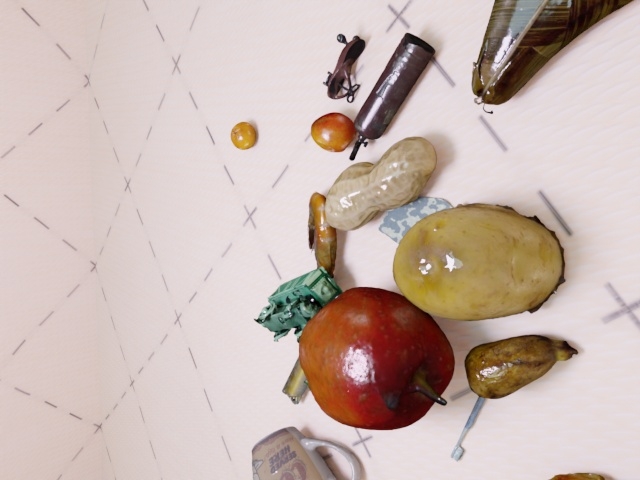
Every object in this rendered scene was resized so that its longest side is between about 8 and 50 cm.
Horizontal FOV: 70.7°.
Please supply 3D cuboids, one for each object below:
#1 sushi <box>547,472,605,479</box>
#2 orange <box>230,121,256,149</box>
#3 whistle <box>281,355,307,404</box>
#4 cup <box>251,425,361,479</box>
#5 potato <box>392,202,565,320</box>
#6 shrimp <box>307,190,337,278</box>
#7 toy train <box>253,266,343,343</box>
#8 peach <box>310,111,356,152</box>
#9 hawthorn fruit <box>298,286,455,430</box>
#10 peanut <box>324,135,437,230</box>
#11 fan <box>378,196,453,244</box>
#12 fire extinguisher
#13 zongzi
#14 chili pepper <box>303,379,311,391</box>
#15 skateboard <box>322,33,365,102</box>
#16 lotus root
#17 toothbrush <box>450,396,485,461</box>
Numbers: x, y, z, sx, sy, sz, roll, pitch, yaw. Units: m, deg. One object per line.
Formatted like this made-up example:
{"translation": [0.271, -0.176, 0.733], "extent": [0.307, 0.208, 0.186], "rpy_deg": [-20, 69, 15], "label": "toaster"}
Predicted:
{"translation": [0.446, 0.479, 0.673], "extent": [0.274, 0.139, 0.184], "rpy_deg": [7, 102, 52], "label": "sushi"}
{"translation": [-0.229, -0.308, 1.331], "extent": [0.083, 0.070, 0.083], "rpy_deg": [2, 93, 43], "label": "orange"}
{"translation": [-0.031, 0.324, 1.216], "extent": [0.068, 0.057, 0.326], "rpy_deg": [45, 126, 33], "label": "whistle"}
{"translation": [-0.045, 0.617, 1.182], "extent": [0.301, 0.227, 0.257], "rpy_deg": [-37, 60, 11], "label": "cup"}
{"translation": [0.242, 0.039, 0.777], "extent": [0.285, 0.242, 0.242], "rpy_deg": [15, 106, 45], "label": "potato"}
{"translation": [0.000, 0.000, 1.129], "extent": [0.150, 0.068, 0.248], "rpy_deg": [-142, 47, -73], "label": "shrimp"}
{"translation": [-0.058, 0.171, 1.123], "extent": [0.115, 0.154, 0.269], "rpy_deg": [51, 147, -7], "label": "toy train"}
{"translation": [0.028, -0.252, 1.047], "extent": [0.101, 0.101, 0.100], "rpy_deg": [8, 101, 46], "label": "peach"}
{"translation": [0.122, 0.240, 0.863], "extent": [0.369, 0.285, 0.284], "rpy_deg": [7, 100, 63], "label": "hawthorn fruit"}
{"translation": [0.121, -0.118, 0.955], "extent": [0.298, 0.120, 0.136], "rpy_deg": [-27, 81, 42], "label": "peanut"}
{"translation": [0.219, -0.026, 0.940], "extent": [0.240, 0.009, 0.131], "rpy_deg": [15, 108, 44], "label": "fan"}
{"translation": [0.133, -0.289, 0.942], "extent": [0.072, 0.089, 0.267], "rpy_deg": [27, 125, -9], "label": "fire extinguisher"}
{"translation": [0.364, -0.302, 0.689], "extent": [0.241, 0.111, 0.247], "rpy_deg": [31, 122, 33], "label": "zongzi"}
{"translation": [0.035, 0.346, 1.148], "extent": [0.224, 0.061, 0.098], "rpy_deg": [-47, 67, 41], "label": "chili pepper"}
{"translation": [0.062, -0.387, 1.031], "extent": [0.080, 0.067, 0.151], "rpy_deg": [41, 129, 23], "label": "skateboard"}
{"translation": [0.340, 0.210, 0.788], "extent": [0.094, 0.108, 0.191], "rpy_deg": [45, 122, -12], "label": "lotus root"}
{"translation": [0.303, 0.357, 0.898], "extent": [0.019, 0.016, 0.219], "rpy_deg": [32, 117, 38], "label": "toothbrush"}
